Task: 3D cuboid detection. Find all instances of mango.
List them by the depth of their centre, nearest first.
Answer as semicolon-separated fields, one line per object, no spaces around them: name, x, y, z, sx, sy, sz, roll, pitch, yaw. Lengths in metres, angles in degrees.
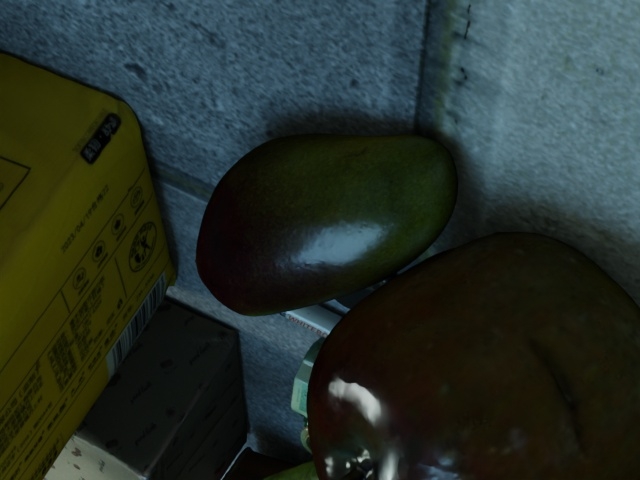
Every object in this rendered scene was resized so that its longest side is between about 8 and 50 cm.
mango;-0.007;-0.018;1.521;0.267;0.133;0.111;-21;166;42

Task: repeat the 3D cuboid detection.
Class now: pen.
pen;-0.018;0.063;1.752;0.218;0.026;0.026;26;150;14

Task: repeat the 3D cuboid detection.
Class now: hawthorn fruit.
hawthorn fruit;0.110;0.148;1.468;0.268;0.301;0.267;46;153;31

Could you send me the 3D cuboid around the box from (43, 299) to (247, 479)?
box;-0.245;0.156;1.958;0.297;0.190;0.225;23;149;15

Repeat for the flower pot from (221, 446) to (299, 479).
flower pot;-0.017;0.324;2.013;0.173;0.190;0.190;12;147;13

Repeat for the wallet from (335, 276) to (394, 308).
wallet;0.000;0.000;1.646;0.082;0.018;0.156;-12;128;47

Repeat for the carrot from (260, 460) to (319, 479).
carrot;-0.030;0.245;1.780;0.359;0.074;0.074;-22;122;35

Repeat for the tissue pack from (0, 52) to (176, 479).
tissue pack;-0.318;0.068;1.697;0.228;0.382;0.293;21;148;19

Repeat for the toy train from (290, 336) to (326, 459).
toy train;0.064;0.166;1.775;0.194;0.081;0.125;23;142;14
